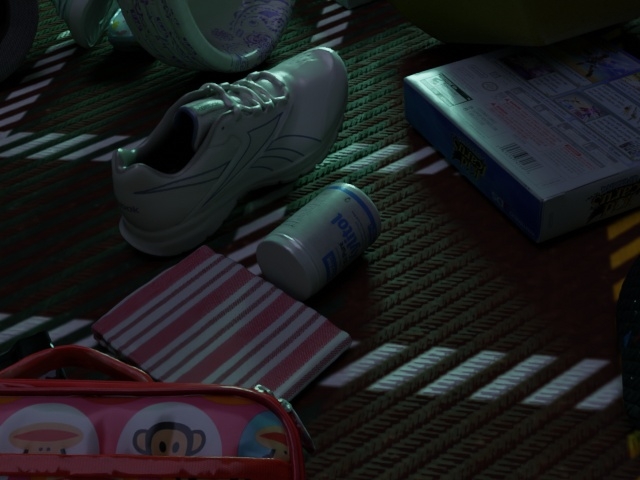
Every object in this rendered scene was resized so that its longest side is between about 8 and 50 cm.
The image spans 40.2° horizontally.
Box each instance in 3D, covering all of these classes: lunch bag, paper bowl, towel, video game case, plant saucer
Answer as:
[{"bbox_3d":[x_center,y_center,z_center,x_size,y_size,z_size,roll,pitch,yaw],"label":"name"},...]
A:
[{"bbox_3d":[-0.150,0.184,0.517,0.293,0.120,0.258,2,59,-6],"label":"lunch bag"},{"bbox_3d":[-0.156,-0.356,1.090,0.148,0.284,0.284,11,43,27],"label":"paper bowl"},{"bbox_3d":[-0.088,0.085,0.763,0.197,0.029,0.144,29,51,31],"label":"towel"},{"bbox_3d":[-0.249,-0.288,1.201,0.071,0.053,0.083,0,31,4],"label":"lunch bag"},{"bbox_3d":[0.259,-0.126,0.937,0.244,0.061,0.269,-20,42,-15],"label":"video game case"},{"bbox_3d":[0.293,-0.306,1.068,0.333,0.081,0.333,-18,19,-16],"label":"plant saucer"}]

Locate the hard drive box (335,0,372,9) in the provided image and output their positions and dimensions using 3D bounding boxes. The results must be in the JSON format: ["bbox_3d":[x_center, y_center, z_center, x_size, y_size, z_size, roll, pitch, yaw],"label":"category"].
[{"bbox_3d":[0.052,-0.455,1.330,0.181,0.089,0.232,-26,44,-21],"label":"hard drive box"}]

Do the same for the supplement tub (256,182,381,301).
[{"bbox_3d":[0.000,0.000,0.816,0.071,0.071,0.107,25,50,32],"label":"supplement tub"}]

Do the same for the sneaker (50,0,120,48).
[{"bbox_3d":[-0.345,-0.333,1.149,0.151,0.094,0.256,29,10,-16],"label":"sneaker"}]

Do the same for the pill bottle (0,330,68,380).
[{"bbox_3d":[-0.288,0.151,0.635,0.219,0.123,0.123,-23,43,-19],"label":"pill bottle"}]

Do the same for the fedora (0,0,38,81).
[{"bbox_3d":[-0.507,-0.309,1.166,0.275,0.243,0.124,-21,13,-3],"label":"fedora"}]

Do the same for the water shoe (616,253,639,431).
[{"bbox_3d":[0.288,0.082,0.699,0.080,0.073,0.203,21,48,-1],"label":"water shoe"}]

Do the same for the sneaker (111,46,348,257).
[{"bbox_3d":[-0.081,-0.107,0.874,0.111,0.129,0.297,37,66,25],"label":"sneaker"}]
